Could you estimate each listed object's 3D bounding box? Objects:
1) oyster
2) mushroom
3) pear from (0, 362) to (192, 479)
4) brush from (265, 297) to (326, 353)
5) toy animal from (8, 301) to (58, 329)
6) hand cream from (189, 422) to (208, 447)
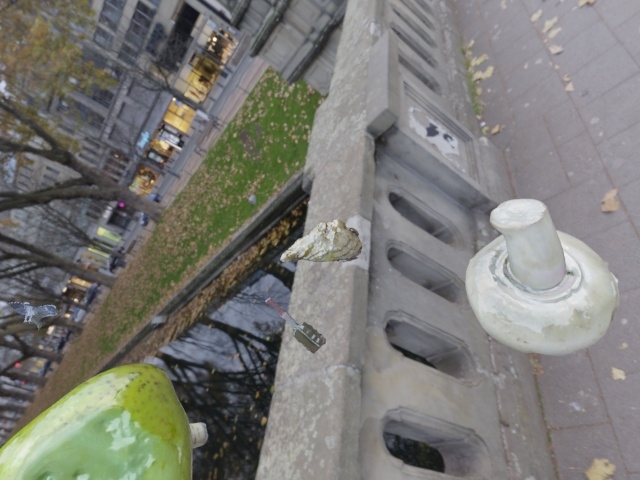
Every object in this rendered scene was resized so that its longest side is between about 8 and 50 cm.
[{"bbox_3d":[0.000,0.000,0.368,0.083,0.080,0.038,-154,57,-79],"label":"oyster"},{"bbox_3d":[0.472,0.089,0.929,0.315,0.356,0.315,-50,-1,-2],"label":"mushroom"},{"bbox_3d":[-0.279,0.306,0.556,0.159,0.292,0.292,-34,36,48],"label":"pear"},{"bbox_3d":[-0.102,0.324,1.569,0.084,0.301,0.071,-41,17,15],"label":"brush"},{"bbox_3d":[-0.467,0.124,0.658,0.028,0.084,0.050,-21,-63,-82],"label":"toy animal"},{"bbox_3d":[-0.262,0.349,0.706,0.039,0.143,0.061,-36,60,26],"label":"hand cream"}]
